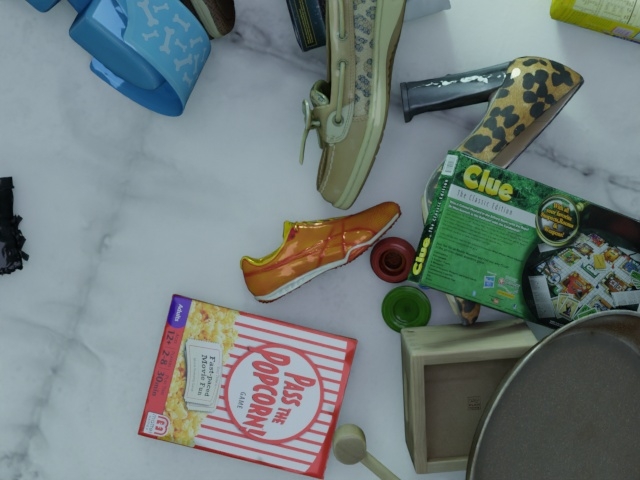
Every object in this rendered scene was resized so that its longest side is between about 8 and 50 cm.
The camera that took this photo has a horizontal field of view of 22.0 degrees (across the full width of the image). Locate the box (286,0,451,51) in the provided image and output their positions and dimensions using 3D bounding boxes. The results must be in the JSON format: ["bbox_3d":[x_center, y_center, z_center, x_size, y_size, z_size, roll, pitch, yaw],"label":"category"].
[{"bbox_3d":[0.026,-0.320,1.631,0.159,0.044,0.233,-16,116,-2],"label":"box"}]

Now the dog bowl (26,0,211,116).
[{"bbox_3d":[-0.230,-0.242,1.602,0.297,0.166,0.074,40,75,-12],"label":"dog bowl"}]

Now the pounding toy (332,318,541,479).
[{"bbox_3d":[0.111,0.181,1.646,0.206,0.094,0.181,-4,106,-3],"label":"pounding toy"}]

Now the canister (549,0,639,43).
[{"bbox_3d":[0.323,-0.236,1.649,0.170,0.126,0.073,16,88,0],"label":"canister"}]

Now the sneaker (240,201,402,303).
[{"bbox_3d":[0.000,0.000,1.660,0.175,0.064,0.067,-27,93,-3],"label":"sneaker"}]

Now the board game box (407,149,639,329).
[{"bbox_3d":[0.216,0.013,1.633,0.260,0.030,0.136,19,90,-27],"label":"board game box"}]

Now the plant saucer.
[{"bbox_3d":[0.254,0.214,1.611,0.311,0.050,0.310,-9,107,-31],"label":"plant saucer"}]

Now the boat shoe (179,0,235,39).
[{"bbox_3d":[-0.175,-0.310,1.659,0.095,0.095,0.257,-25,90,20],"label":"boat shoe"}]

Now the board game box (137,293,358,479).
[{"bbox_3d":[-0.073,0.147,1.664,0.194,0.045,0.146,13,88,-2],"label":"board game box"}]

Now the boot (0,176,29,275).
[{"bbox_3d":[-0.357,-0.010,1.659,0.121,0.045,0.099,-6,92,-3],"label":"boot"}]

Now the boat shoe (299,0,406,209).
[{"bbox_3d":[0.023,-0.172,1.624,0.089,0.104,0.285,7,105,-10],"label":"boat shoe"}]

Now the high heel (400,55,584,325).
[{"bbox_3d":[0.191,-0.054,1.653,0.186,0.093,0.261,-10,82,2],"label":"high heel"}]

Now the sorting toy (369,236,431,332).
[{"bbox_3d":[0.088,0.041,1.680,0.061,0.042,0.102,-12,101,13],"label":"sorting toy"}]
